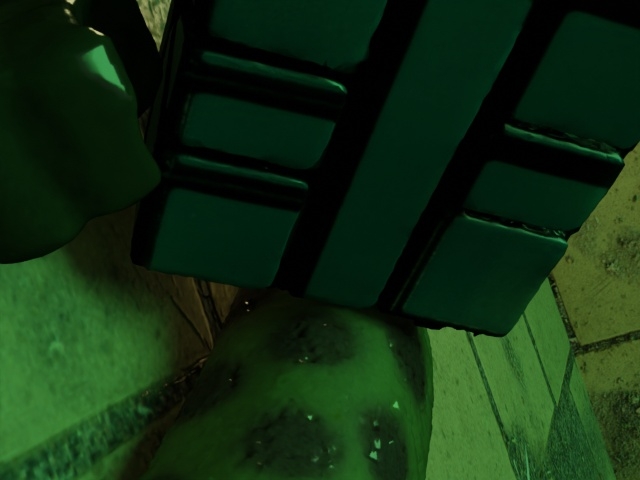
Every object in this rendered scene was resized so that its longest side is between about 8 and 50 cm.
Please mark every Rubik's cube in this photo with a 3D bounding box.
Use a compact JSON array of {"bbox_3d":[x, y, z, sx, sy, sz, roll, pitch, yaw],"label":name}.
[{"bbox_3d":[0.041,-0.139,0.588,0.283,0.289,0.294,11,41,-17],"label":"Rubik's cube"}]

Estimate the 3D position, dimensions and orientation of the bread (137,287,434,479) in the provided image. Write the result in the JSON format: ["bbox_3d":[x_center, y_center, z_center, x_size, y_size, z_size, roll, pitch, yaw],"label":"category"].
[{"bbox_3d":[-0.005,0.137,0.606,0.338,0.155,0.187,-71,142,-58],"label":"bread"}]

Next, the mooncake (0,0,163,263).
[{"bbox_3d":[-0.140,-0.071,0.439,0.104,0.168,0.175,60,40,-31],"label":"mooncake"}]
